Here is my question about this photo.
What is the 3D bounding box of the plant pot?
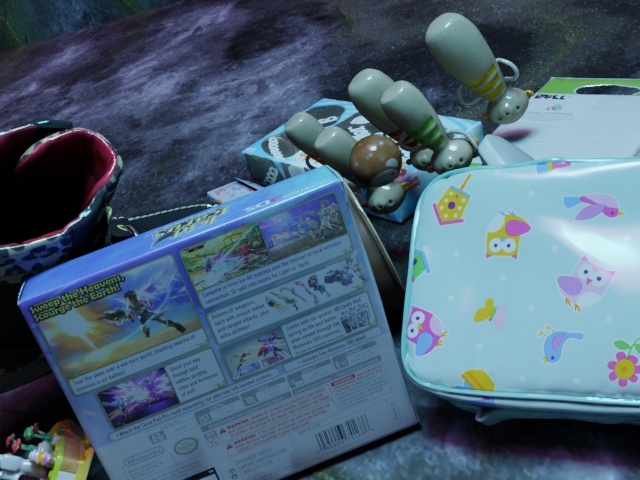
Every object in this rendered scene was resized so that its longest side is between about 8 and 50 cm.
[{"bbox_3d":[-0.017,0.038,0.856,0.165,0.167,0.167,-29,31,-1],"label":"plant pot"}]

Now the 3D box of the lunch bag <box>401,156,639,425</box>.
[{"bbox_3d":[0.206,0.048,0.680,0.279,0.108,0.224,-2,74,30],"label":"lunch bag"}]

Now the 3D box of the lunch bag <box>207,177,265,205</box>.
[{"bbox_3d":[-0.109,-0.058,1.153,0.083,0.053,0.071,-23,31,-27],"label":"lunch bag"}]

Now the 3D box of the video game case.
[{"bbox_3d":[-0.076,0.096,0.688,0.269,0.244,0.061,-21,23,-5],"label":"video game case"}]

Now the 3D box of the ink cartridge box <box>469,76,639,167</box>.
[{"bbox_3d":[0.309,-0.099,0.952,0.188,0.097,0.255,11,40,40],"label":"ink cartridge box"}]

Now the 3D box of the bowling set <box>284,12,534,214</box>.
[{"bbox_3d":[0.085,-0.093,0.896,0.287,0.154,0.200,-27,33,35],"label":"bowling set"}]

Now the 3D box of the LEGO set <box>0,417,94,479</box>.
[{"bbox_3d":[-0.259,0.221,0.671,0.107,0.132,0.287,17,29,-15],"label":"LEGO set"}]

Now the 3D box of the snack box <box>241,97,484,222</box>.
[{"bbox_3d":[0.055,-0.127,1.167,0.187,0.060,0.322,-38,36,-29],"label":"snack box"}]

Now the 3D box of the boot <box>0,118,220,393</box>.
[{"bbox_3d":[-0.227,0.002,0.802,0.377,0.284,0.138,-22,67,-28],"label":"boot"}]

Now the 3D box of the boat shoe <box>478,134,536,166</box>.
[{"bbox_3d":[0.216,-0.014,0.805,0.077,0.070,0.219,1,47,-43],"label":"boat shoe"}]
